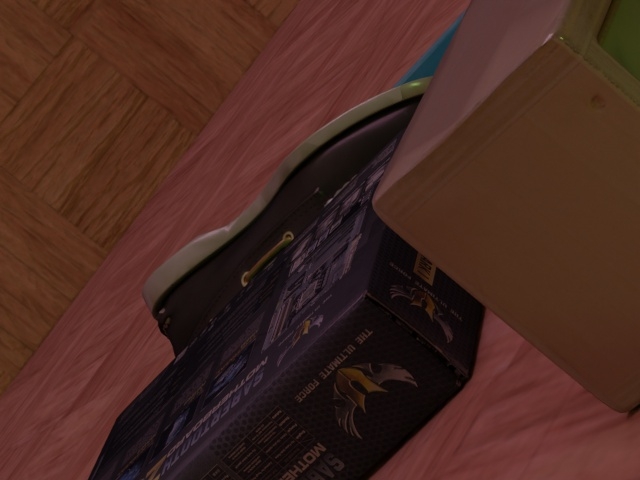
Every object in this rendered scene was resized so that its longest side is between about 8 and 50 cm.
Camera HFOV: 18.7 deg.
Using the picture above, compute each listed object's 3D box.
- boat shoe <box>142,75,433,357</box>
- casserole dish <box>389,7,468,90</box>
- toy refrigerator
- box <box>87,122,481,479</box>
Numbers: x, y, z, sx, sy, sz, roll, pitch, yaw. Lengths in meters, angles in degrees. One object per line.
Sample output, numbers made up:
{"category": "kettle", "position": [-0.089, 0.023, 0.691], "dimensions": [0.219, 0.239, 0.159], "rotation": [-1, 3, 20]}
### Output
{"category": "boat shoe", "position": [0.000, 0.000, 1.010], "dimensions": [0.081, 0.068, 0.228], "rotation": [2, -34, -49]}
{"category": "casserole dish", "position": [0.064, -0.076, 1.084], "dimensions": [0.188, 0.037, 0.114], "rotation": [-47, 10, 27]}
{"category": "toy refrigerator", "position": [0.116, -0.078, 0.640], "dimensions": [0.094, 0.102, 0.269], "rotation": [-44, 11, 37]}
{"category": "box", "position": [-0.023, 0.071, 0.853], "dimensions": [0.232, 0.059, 0.183], "rotation": [-46, 10, 24]}
